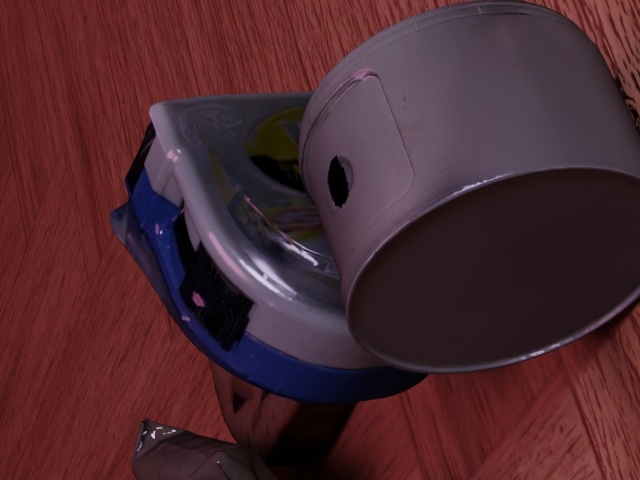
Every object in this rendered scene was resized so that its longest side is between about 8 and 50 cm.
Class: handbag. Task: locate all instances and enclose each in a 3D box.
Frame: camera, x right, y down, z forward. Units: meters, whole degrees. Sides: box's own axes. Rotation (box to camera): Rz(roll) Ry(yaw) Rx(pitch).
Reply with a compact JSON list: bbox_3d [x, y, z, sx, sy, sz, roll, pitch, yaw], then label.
[{"bbox_3d":[-0.075,0.293,1.728,0.253,0.109,0.316,64,160,-8],"label":"handbag"}]

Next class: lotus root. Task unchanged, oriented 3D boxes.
[{"bbox_3d":[-0.041,0.133,1.757,0.260,0.074,0.170,-138,52,-58],"label":"lotus root"}]

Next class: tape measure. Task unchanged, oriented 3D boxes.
[{"bbox_3d":[-0.001,-0.002,1.426,0.262,0.259,0.138,60,144,38],"label":"tape measure"}]

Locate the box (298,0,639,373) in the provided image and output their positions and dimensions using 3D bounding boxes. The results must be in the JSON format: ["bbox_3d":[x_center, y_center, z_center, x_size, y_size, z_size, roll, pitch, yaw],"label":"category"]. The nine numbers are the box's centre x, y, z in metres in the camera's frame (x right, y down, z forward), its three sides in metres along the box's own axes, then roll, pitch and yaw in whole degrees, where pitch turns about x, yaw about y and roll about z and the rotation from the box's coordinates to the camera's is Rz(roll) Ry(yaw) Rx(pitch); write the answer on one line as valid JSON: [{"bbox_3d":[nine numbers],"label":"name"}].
[{"bbox_3d":[0.108,-0.033,1.221,0.226,0.226,0.149,116,145,-45],"label":"box"}]
